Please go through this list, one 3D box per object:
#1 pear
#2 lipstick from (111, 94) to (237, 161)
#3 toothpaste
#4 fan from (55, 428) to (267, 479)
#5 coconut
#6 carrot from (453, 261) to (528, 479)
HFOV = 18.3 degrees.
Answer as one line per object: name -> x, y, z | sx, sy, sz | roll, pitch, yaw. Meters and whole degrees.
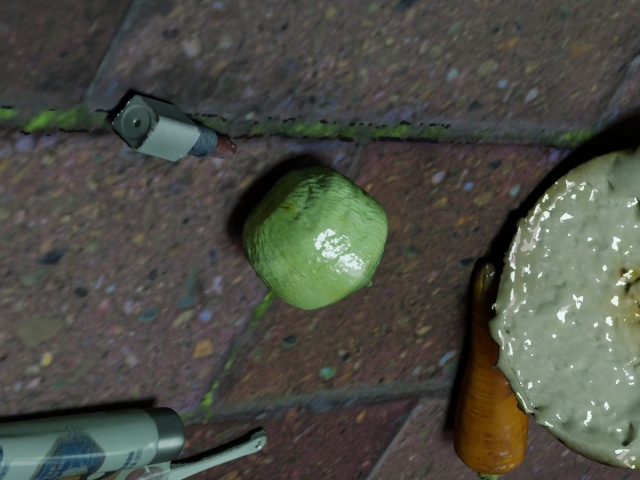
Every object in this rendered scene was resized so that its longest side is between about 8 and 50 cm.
pear -> 0.260, 0.032, 1.519 | 0.267, 0.267, 0.178 | -51, -178, 15
lipstick -> -0.077, -0.059, 1.137 | 0.025, 0.025, 0.107 | -51, 155, 14
toothpaste -> -0.185, 0.132, 1.244 | 0.239, 0.039, 0.062 | -2, 139, -45
fan -> -0.128, 0.172, 1.388 | 0.226, 0.008, 0.152 | -15, 140, -37
coconut -> 0.000, 0.000, 1.246 | 0.088, 0.088, 0.096 | -44, 121, 3
carrot -> 0.134, 0.100, 1.572 | 0.061, 0.061, 0.257 | -28, 138, -23
